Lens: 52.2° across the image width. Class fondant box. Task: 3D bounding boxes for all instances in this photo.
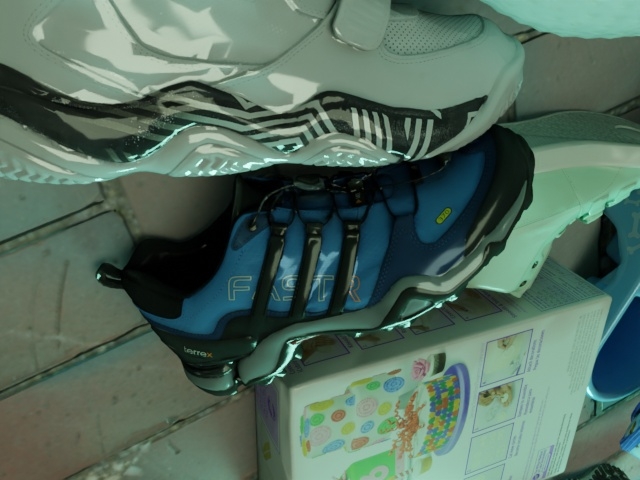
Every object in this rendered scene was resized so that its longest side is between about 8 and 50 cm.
[{"bbox_3d":[0.106,0.165,0.641,0.331,0.096,0.238,-12,121,-22],"label":"fondant box"}]

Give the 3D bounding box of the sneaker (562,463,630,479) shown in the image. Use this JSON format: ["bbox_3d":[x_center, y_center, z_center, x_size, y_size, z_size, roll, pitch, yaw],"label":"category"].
[{"bbox_3d":[0.383,0.368,0.932,0.162,0.063,0.073,1,133,-23],"label":"sneaker"}]

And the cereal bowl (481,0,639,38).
[{"bbox_3d":[0.113,-0.268,0.337,0.339,0.141,0.338,-1,91,-43],"label":"cereal bowl"}]

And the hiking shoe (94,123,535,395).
[{"bbox_3d":[0.000,0.000,0.451,0.304,0.113,0.132,-32,122,12],"label":"hiking shoe"}]

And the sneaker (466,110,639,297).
[{"bbox_3d":[0.210,-0.030,0.590,0.256,0.094,0.151,-8,122,-22],"label":"sneaker"}]

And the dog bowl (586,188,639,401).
[{"bbox_3d":[0.354,0.050,0.718,0.166,0.074,0.297,15,109,-33],"label":"dog bowl"}]

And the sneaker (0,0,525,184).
[{"bbox_3d":[-0.029,-0.155,0.363,0.366,0.137,0.210,-8,123,-20],"label":"sneaker"}]

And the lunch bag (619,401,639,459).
[{"bbox_3d":[0.451,0.158,0.736,0.243,0.115,0.303,-44,150,-12],"label":"lunch bag"}]
